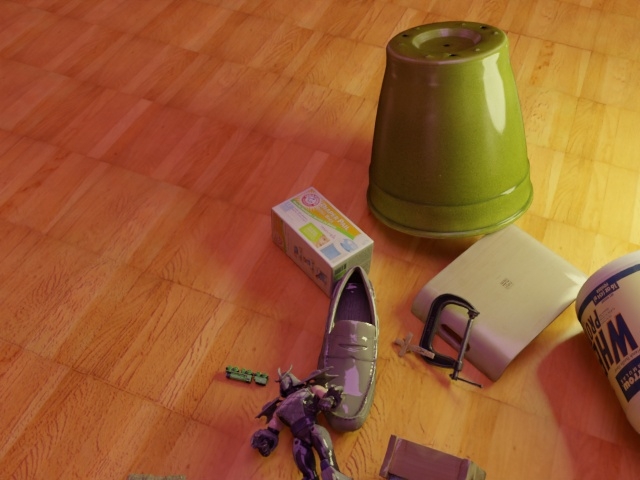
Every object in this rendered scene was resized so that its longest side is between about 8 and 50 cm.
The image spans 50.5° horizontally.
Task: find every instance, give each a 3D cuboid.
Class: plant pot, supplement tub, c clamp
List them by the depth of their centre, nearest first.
[{"bbox_3d":[0.609,0.199,1.166,0.235,0.235,0.325,-6,49,-7],"label":"supplement tub"},{"bbox_3d":[0.252,0.181,1.261,0.137,0.022,0.161,7,80,34],"label":"c clamp"},{"bbox_3d":[0.263,-0.251,1.416,0.366,0.353,0.367,-6,35,4],"label":"plant pot"}]

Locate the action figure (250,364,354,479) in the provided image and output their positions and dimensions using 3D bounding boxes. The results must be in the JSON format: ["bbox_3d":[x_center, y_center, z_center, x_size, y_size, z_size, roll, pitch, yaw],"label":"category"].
[{"bbox_3d":[-0.018,0.321,1.094,0.099,0.185,0.285,24,31,-46],"label":"action figure"}]

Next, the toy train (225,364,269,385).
[{"bbox_3d":[-0.135,0.248,1.238,0.083,0.017,0.024,10,59,7],"label":"toy train"}]

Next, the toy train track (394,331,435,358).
[{"bbox_3d":[0.179,0.205,1.283,0.083,0.014,0.048,19,77,34],"label":"toy train track"}]

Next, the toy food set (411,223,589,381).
[{"bbox_3d":[0.364,0.111,1.345,0.306,0.092,0.219,-37,59,-20],"label":"toy food set"}]

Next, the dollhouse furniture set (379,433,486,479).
[{"bbox_3d":[0.156,0.414,1.030,0.129,0.129,0.184,10,69,30],"label":"dollhouse furniture set"}]

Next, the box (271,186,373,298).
[{"bbox_3d":[0.000,0.000,1.405,0.114,0.103,0.203,-31,56,-26],"label":"box"}]

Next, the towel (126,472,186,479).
[{"bbox_3d":[-0.268,0.438,1.057,0.110,0.027,0.148,2,50,1],"label":"towel"}]

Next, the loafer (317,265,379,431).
[{"bbox_3d":[0.051,0.187,1.235,0.112,0.111,0.320,3,48,0],"label":"loafer"}]
